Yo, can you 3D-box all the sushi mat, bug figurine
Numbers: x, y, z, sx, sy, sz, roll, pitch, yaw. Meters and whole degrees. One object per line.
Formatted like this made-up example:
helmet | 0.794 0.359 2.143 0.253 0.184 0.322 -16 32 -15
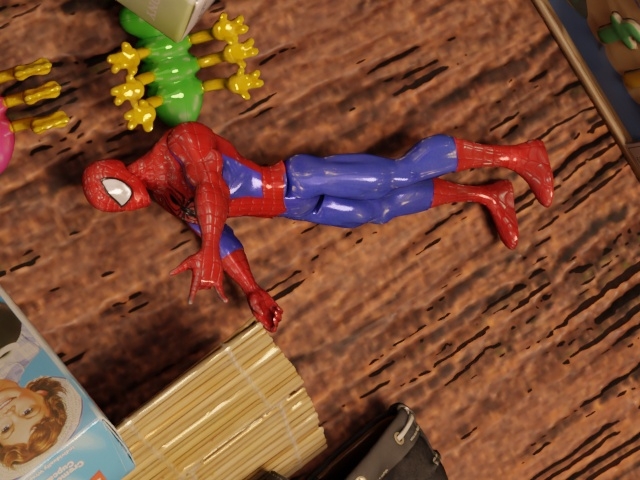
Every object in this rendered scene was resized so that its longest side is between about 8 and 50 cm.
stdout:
sushi mat | -0.135 0.175 0.797 0.316 0.019 0.151 -37 141 -13
bug figurine | -0.160 -0.153 0.812 0.279 0.072 0.216 -16 100 -20

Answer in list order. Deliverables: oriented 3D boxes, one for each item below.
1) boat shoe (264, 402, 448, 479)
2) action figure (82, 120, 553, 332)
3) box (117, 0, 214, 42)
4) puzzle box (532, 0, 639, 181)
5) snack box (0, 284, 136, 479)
boat shoe | -0.027 0.178 0.840 0.233 0.084 0.079 -27 100 -22
action figure | 0.000 0.000 0.831 0.280 0.091 0.139 4 60 -15
box | -0.138 -0.288 0.773 0.322 0.058 0.232 35 67 1
puzzle box | 0.196 -0.168 0.809 0.052 0.272 0.409 -35 98 -13
snack box | -0.276 0.146 0.724 0.322 0.187 0.060 -38 142 -13
